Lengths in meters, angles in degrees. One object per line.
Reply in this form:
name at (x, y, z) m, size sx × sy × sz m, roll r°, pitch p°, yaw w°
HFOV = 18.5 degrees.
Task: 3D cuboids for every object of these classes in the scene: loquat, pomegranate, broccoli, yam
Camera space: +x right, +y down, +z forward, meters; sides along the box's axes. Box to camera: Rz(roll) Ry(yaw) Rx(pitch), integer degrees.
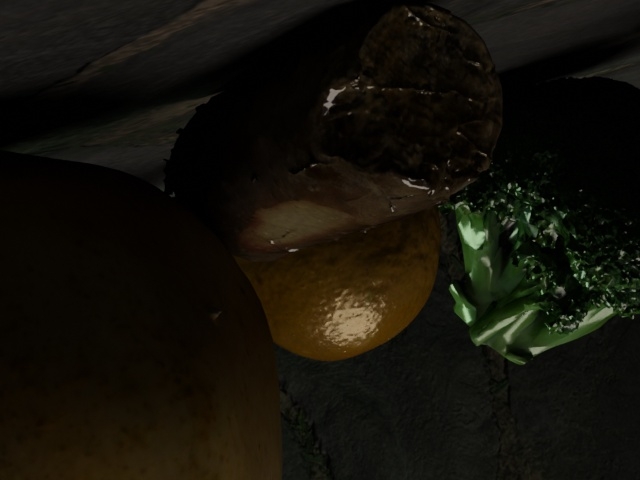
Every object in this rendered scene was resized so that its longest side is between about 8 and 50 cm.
loquat at (0.000, 0.000, 1.668) m, size 0.208 × 0.208 × 0.208 m, roll -17°, pitch 177°, yaw -1°
pomegranate at (-0.203, 0.137, 1.194) m, size 0.416 × 0.416 × 0.416 m, roll -17°, pitch 177°, yaw -1°
broccoli at (0.215, -0.026, 1.818) m, size 0.275 × 0.308 × 0.308 m, roll -54°, pitch 164°, yaw 18°
yam at (0.010, -0.065, 1.214) m, size 0.128 × 0.129 × 0.238 m, roll 24°, pitch 157°, yaw -25°
